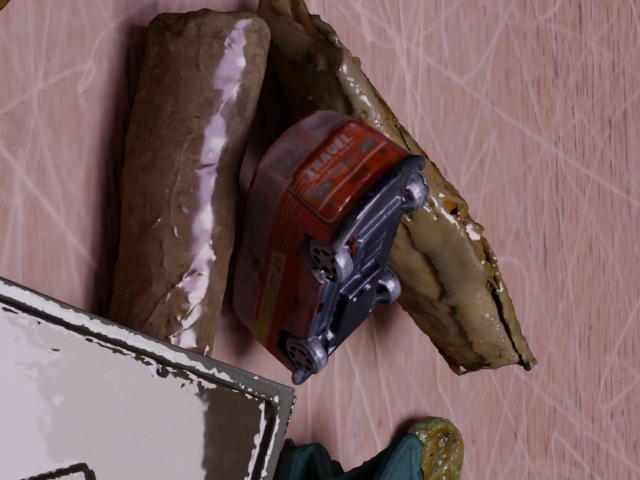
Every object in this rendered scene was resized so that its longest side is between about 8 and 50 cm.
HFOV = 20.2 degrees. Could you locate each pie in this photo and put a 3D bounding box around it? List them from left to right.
[{"bbox_3d":[0.039,-0.026,1.025,0.068,0.128,0.282,-35,128,-6],"label":"pie"},{"bbox_3d":[0.069,0.153,1.173,0.084,0.021,0.084,-17,110,-56],"label":"pie"}]

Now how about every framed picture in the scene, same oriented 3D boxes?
[{"bbox_3d":[-0.129,0.120,0.817,0.260,0.023,0.189,24,77,-37],"label":"framed picture"}]

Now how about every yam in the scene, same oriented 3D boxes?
[{"bbox_3d":[-0.079,0.030,0.909,0.066,0.066,0.300,17,79,-54],"label":"yam"}]

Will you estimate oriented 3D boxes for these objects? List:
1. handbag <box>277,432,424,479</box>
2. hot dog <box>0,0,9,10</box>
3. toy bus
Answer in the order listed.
[{"bbox_3d":[0.040,0.277,1.004,0.274,0.100,0.269,-68,146,-61],"label":"handbag"},{"bbox_3d":[-0.193,-0.150,0.703,0.227,0.099,0.160,-41,125,-42],"label":"hot dog"},{"bbox_3d":[0.000,0.000,0.948,0.079,0.077,0.174,-43,162,-27],"label":"toy bus"}]
